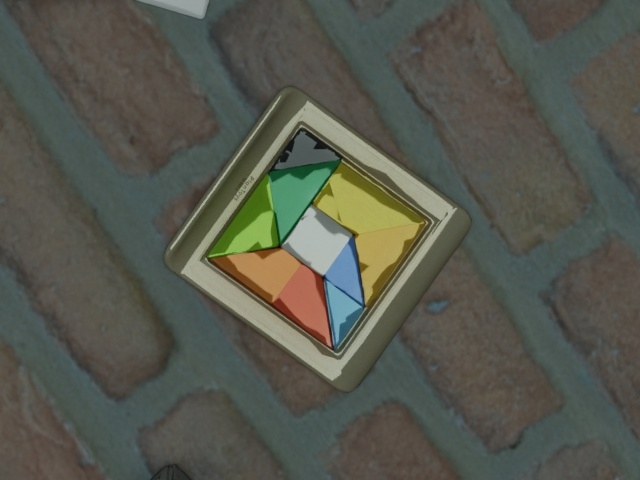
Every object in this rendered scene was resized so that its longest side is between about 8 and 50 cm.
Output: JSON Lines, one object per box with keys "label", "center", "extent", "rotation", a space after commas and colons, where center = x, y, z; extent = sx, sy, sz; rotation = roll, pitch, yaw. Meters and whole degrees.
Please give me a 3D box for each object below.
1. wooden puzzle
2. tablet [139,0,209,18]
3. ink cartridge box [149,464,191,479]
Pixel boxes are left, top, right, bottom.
{"label": "wooden puzzle", "center": [0.000, 0.000, 1.046], "extent": [0.238, 0.044, 0.221], "rotation": [36, 88, -6]}
{"label": "tablet", "center": [-0.148, -0.254, 1.042], "extent": [0.083, 0.006, 0.054], "rotation": [15, 91, -6]}
{"label": "ink cartridge box", "center": [-0.121, 0.388, 1.010], "extent": [0.201, 0.117, 0.278], "rotation": [-44, 95, -3]}
